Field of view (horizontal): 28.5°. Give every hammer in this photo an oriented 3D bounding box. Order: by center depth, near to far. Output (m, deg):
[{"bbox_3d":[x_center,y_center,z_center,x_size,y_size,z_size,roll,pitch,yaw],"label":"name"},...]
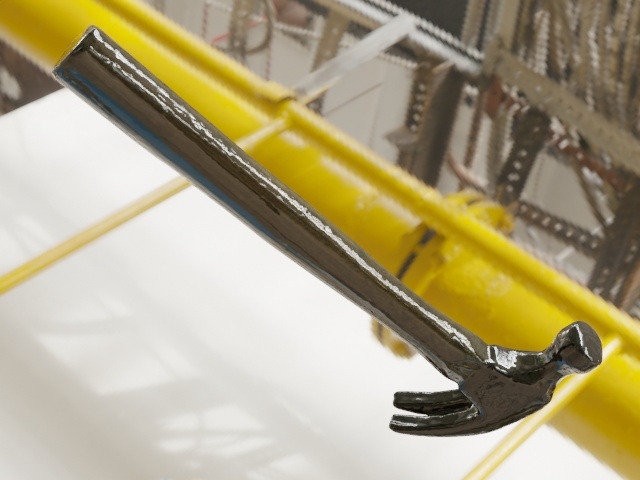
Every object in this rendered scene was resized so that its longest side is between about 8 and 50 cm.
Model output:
[{"bbox_3d":[0.000,0.000,0.891,0.440,0.044,0.168,39,-56,-22],"label":"hammer"}]
